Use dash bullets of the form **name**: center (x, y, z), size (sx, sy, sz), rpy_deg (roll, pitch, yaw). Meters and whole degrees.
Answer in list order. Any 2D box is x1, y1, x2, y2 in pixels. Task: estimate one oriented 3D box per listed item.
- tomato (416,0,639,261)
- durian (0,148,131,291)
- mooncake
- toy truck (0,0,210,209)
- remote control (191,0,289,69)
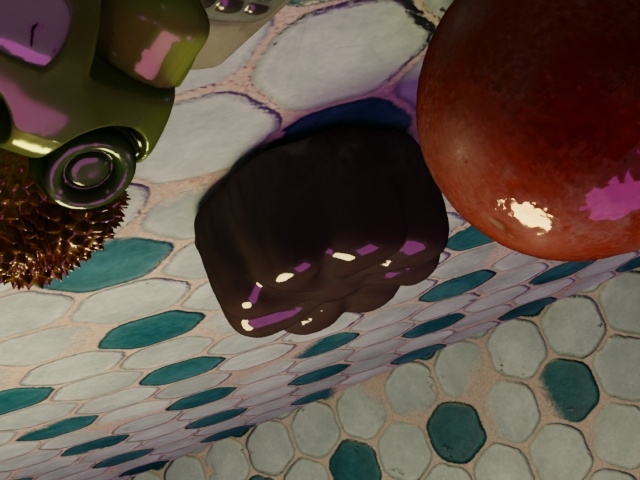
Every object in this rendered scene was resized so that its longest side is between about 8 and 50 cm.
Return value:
- **tomato**: center (0.212, -0.110, 0.700), size (0.265, 0.265, 0.265), rpy_deg (-17, 162, -6)
- **durian**: center (-0.236, -0.030, 0.720), size (0.168, 0.137, 0.158), rpy_deg (-27, -174, -20)
- **mooncake**: center (0.000, 0.000, 1.012), size (0.306, 0.154, 0.306), rpy_deg (-16, 160, -6)
- **toy truck**: center (-0.146, -0.129, 0.494), size (0.210, 0.148, 0.187), rpy_deg (-39, 141, 8)
- **remote control**: center (-0.037, -0.196, 0.569), size (0.123, 0.038, 0.285), rpy_deg (0, 154, -47)
